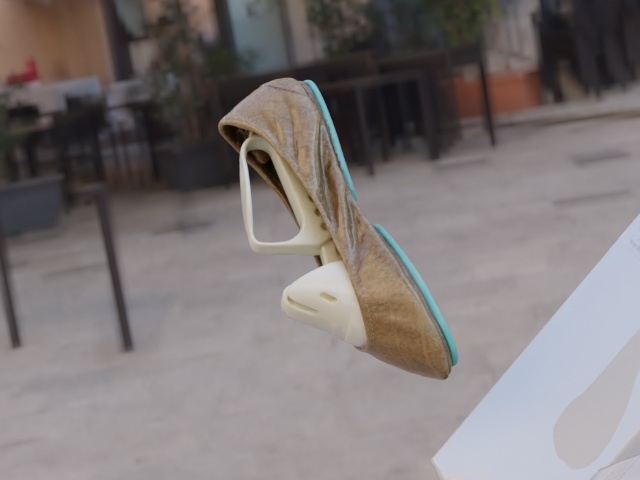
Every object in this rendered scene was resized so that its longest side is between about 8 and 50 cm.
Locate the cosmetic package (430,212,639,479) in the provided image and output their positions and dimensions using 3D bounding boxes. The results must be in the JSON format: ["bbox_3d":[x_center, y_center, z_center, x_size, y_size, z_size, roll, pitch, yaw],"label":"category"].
[{"bbox_3d":[0.299,0.155,1.573,0.156,0.385,0.217,30,16,-27],"label":"cosmetic package"}]

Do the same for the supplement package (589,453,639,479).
[{"bbox_3d":[0.228,0.187,1.025,0.105,0.105,0.179,-39,2,-37],"label":"supplement package"}]

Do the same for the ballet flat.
[{"bbox_3d":[0.000,0.000,1.588,0.124,0.342,0.116,-21,-19,-18],"label":"ballet flat"}]
